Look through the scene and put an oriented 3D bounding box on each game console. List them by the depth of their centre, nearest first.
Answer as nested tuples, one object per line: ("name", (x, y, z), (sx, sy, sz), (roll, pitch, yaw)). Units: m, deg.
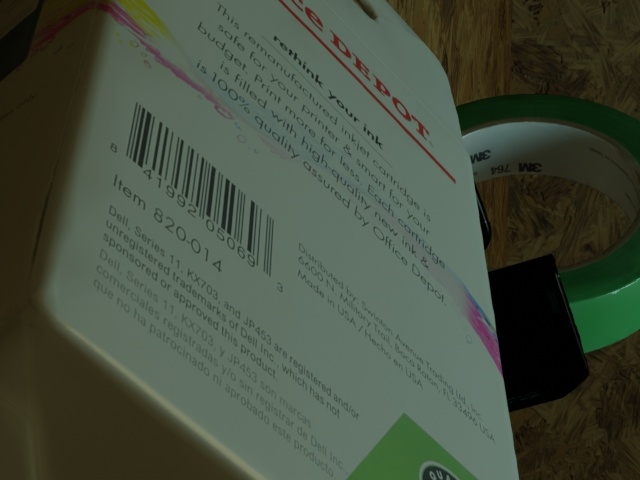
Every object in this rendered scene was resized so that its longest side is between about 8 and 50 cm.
("game console", (0.088, 0.007, 1.252), (0.044, 0.213, 0.361), (-79, 149, -65))

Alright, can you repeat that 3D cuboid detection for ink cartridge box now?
("ink cartridge box", (-0.042, -0.005, 0.513), (0.207, 0.119, 0.353), (43, 27, -27))

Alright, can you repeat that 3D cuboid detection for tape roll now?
("tape roll", (0.209, -0.022, 1.433), (0.321, 0.321, 0.077), (-74, 163, -45))
